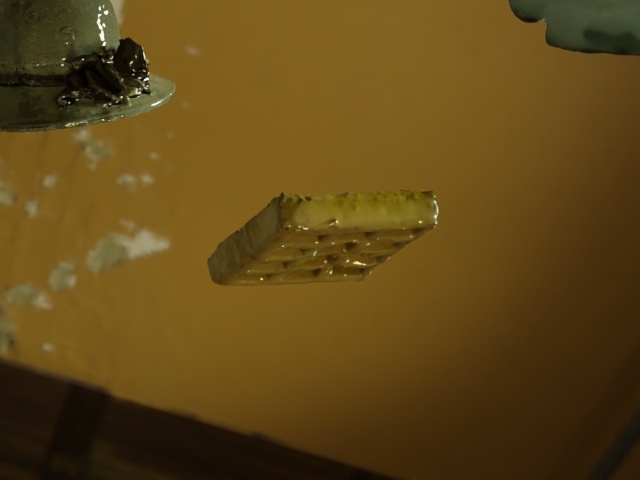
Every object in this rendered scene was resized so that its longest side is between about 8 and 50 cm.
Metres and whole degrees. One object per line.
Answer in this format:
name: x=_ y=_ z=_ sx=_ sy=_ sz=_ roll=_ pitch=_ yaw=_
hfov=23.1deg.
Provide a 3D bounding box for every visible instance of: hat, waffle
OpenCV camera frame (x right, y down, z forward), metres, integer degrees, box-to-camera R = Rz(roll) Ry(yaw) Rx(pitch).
hat: x=-0.284 y=-0.206 z=1.642 sx=0.257 sy=0.257 sz=0.130 roll=-100 pitch=-174 yaw=-70
waffle: x=0.000 y=0.000 z=1.985 sx=0.248 sy=0.221 sz=0.055 roll=-38 pitch=-121 yaw=59

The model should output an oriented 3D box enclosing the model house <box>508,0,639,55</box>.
model house: x=0.347 y=-0.349 z=1.650 sx=0.329 sy=0.295 sz=0.251 roll=-62 pitch=155 yaw=-68
